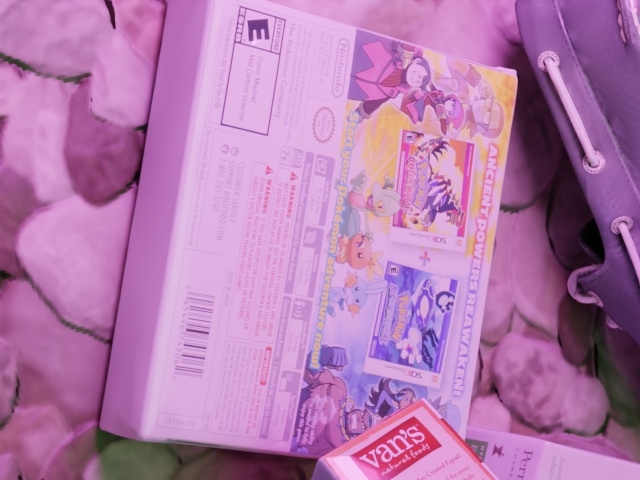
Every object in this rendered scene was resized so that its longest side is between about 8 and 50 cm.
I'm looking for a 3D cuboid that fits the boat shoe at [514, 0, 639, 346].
[{"bbox_3d":[0.180,-0.005,0.921,0.116,0.099,0.319,-70,147,-57],"label":"boat shoe"}]

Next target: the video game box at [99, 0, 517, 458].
[{"bbox_3d":[0.000,0.000,0.803,0.187,0.048,0.205,12,85,-34],"label":"video game box"}]

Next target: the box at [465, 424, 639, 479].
[{"bbox_3d":[0.111,0.153,0.864,0.102,0.087,0.101,18,81,-35],"label":"box"}]

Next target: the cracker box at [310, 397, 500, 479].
[{"bbox_3d":[0.077,0.203,0.730,0.067,0.156,0.232,-27,62,-33],"label":"cracker box"}]
